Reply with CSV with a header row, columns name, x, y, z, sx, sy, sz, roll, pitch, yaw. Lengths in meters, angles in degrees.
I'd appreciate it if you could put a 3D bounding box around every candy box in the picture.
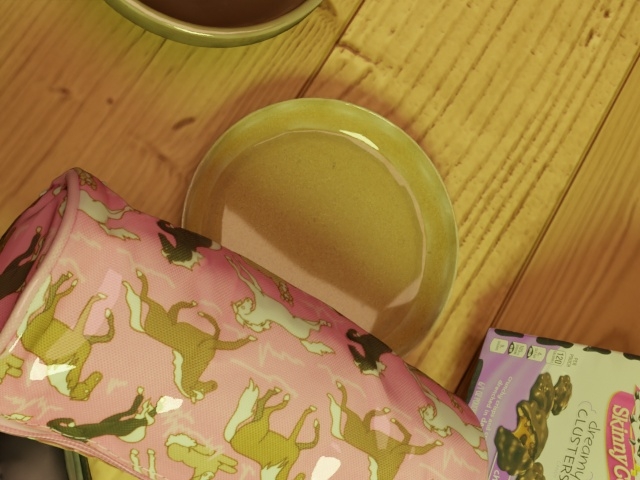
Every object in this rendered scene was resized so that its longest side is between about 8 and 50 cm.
name,x,y,z,sx,sy,sz,roll,pitch,yaw
candy box,0.205,0.168,0.819,0.070,0.196,0.165,37,68,-47

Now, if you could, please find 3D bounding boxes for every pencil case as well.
name,x,y,z,sx,sy,sz,roll,pitch,yaw
pencil case,-0.062,0.108,0.724,0.386,0.167,0.160,33,116,-26

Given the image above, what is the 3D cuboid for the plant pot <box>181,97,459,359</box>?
name,x,y,z,sx,sy,sz,roll,pitch,yaw
plant pot,0.000,0.000,0.870,0.236,0.032,0.236,2,81,-16

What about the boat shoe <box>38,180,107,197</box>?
name,x,y,z,sx,sy,sz,roll,pitch,yaw
boat shoe,-0.159,0.042,0.804,0.063,0.066,0.184,-18,77,-18

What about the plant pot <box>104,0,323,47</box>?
name,x,y,z,sx,sy,sz,roll,pitch,yaw
plant pot,-0.096,-0.259,0.842,0.237,0.110,0.237,2,81,-16

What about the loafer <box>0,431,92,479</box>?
name,x,y,z,sx,sy,sz,roll,pitch,yaw
loafer,-0.214,0.142,0.748,0.109,0.095,0.302,-21,88,-19
